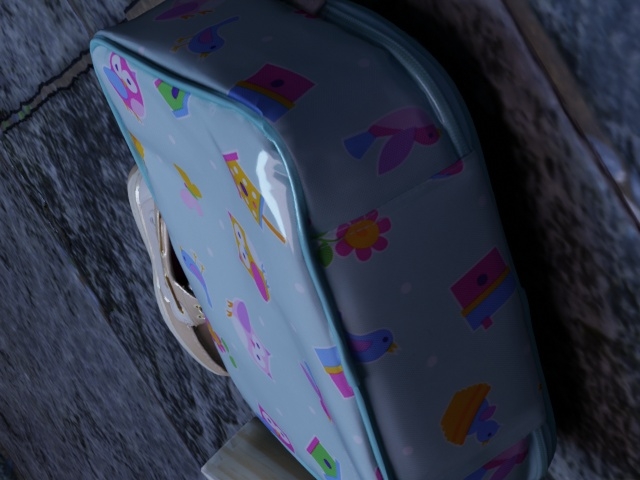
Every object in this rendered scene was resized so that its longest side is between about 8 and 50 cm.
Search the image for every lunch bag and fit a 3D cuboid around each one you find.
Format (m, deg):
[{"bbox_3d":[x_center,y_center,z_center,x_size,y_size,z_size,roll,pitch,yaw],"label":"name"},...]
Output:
[{"bbox_3d":[0.000,0.000,0.829,0.224,0.108,0.279,36,151,54],"label":"lunch bag"}]

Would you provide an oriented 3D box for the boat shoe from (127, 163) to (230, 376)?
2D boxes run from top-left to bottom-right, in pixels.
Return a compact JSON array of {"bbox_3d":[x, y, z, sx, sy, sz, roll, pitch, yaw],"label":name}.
[{"bbox_3d":[-0.076,0.024,1.103,0.059,0.063,0.170,32,149,59],"label":"boat shoe"}]

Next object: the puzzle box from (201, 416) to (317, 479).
[{"bbox_3d":[0.118,0.282,0.982,0.409,0.052,0.272,31,159,43],"label":"puzzle box"}]
